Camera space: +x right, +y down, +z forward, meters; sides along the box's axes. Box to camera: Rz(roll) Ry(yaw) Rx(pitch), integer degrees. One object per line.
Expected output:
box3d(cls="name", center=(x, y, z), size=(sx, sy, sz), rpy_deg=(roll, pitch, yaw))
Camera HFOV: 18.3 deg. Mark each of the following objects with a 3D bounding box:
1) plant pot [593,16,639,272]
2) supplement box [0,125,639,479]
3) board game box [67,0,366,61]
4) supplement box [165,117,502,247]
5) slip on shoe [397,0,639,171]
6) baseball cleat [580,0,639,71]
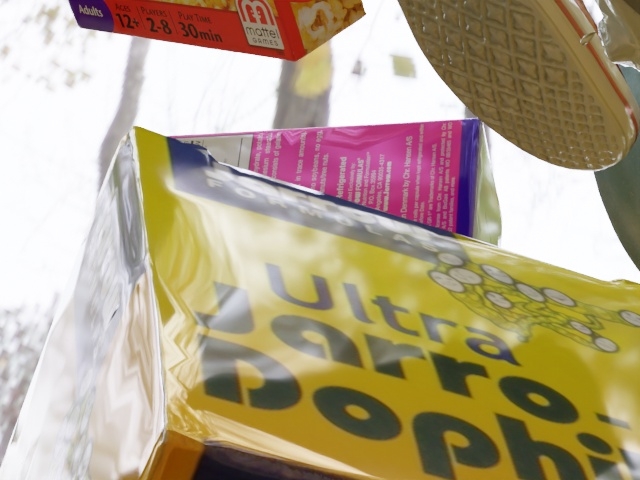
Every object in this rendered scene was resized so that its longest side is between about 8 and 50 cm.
box3d(cls="plant pot", center=(0.354, -0.088, 1.349), size=(0.293, 0.293, 0.196), rpy_deg=(50, -31, -17))
box3d(cls="supplement box", center=(-0.020, 0.181, 0.589), size=(0.194, 0.195, 0.356), rpy_deg=(16, -70, -15))
box3d(cls="board game box", center=(-0.070, -0.172, 0.779), size=(0.147, 0.045, 0.193), rpy_deg=(13, -49, 47))
box3d(cls="supplement box", center=(0.000, 0.000, 1.285), size=(0.220, 0.114, 0.111), rpy_deg=(-2, -36, 13))
box3d(cls="slip on shoe", center=(0.086, -0.185, 1.123), size=(0.331, 0.101, 0.123), rpy_deg=(55, -31, -9))
box3d(cls="baseball cleat", center=(0.100, -0.128, 0.600), size=(0.109, 0.072, 0.206), rpy_deg=(-27, -52, 22))
